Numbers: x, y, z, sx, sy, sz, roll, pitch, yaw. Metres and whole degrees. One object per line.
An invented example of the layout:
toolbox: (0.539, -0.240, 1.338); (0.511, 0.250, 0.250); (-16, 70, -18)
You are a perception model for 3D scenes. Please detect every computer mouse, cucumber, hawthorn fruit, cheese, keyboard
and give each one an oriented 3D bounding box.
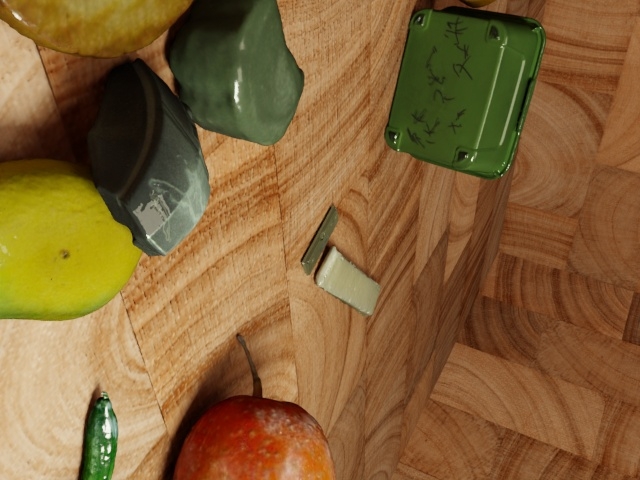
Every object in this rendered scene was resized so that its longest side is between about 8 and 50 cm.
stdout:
computer mouse: (-0.140, -0.082, 0.626); (0.231, 0.071, 0.126); (-96, 164, -48)
cucumber: (-0.248, 0.237, 0.781); (0.037, 0.037, 0.155); (-21, 127, -64)
hawthorn fruit: (-0.088, 0.328, 0.971); (0.231, 0.235, 0.262); (-35, 139, -60)
cheese: (0.066, 0.096, 1.445); (0.085, 0.034, 0.400); (-69, 158, -9)
keyboard: (0.000, 0.000, 1.235); (0.049, 0.015, 0.129); (80, 34, -60)

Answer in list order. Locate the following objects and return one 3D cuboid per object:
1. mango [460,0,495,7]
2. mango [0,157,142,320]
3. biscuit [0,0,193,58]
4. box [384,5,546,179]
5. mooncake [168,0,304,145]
mango: (0.301, -0.537, 1.358); (0.153, 0.126, 0.252); (58, 37, -11)
mango: (-0.232, -0.001, 0.559); (0.237, 0.091, 0.137); (13, 87, -70)
biscuit: (-0.170, -0.302, 0.538); (0.318, 0.040, 0.317); (-48, 148, -44)
box: (0.276, -0.296, 1.374); (0.178, 0.253, 0.328); (-15, 120, -55)
mooncake: (-0.084, -0.192, 0.752); (0.168, 0.104, 0.175); (-38, 139, -50)
